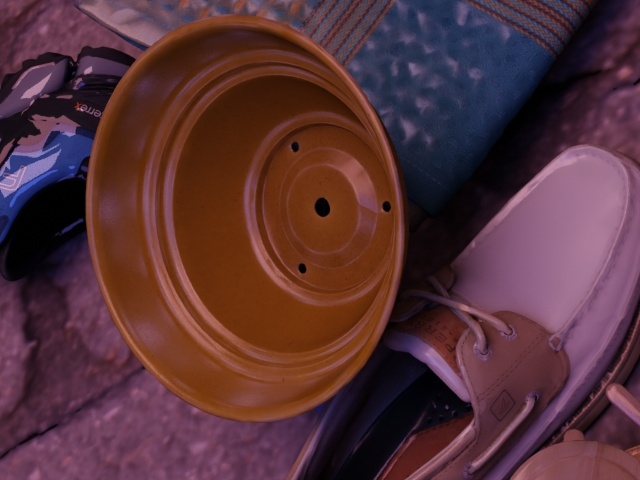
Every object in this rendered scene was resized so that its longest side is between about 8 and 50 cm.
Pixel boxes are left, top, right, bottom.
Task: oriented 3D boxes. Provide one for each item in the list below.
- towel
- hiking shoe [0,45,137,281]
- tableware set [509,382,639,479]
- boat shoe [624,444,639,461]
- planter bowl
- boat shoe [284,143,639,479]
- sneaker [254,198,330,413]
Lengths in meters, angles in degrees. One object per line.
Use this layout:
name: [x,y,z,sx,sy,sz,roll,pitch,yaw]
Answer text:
towel: [0.062,-0.215,1.055,0.271,0.040,0.370,34,80,18]
hiking shoe: [-0.250,-0.030,1.182,0.304,0.113,0.132,-20,63,11]
tableware set: [0.168,0.182,0.846,0.128,0.039,0.194,-43,73,-7]
boat shoe: [0.130,0.153,0.905,0.153,0.048,0.056,-35,54,17]
planter bowl: [-0.021,-0.015,0.947,0.217,0.090,0.217,5,99,35]
boat shoe: [0.084,0.071,0.939,0.113,0.103,0.302,27,84,41]
sneaker: [0.000,0.000,1.044,0.090,0.081,0.232,-37,53,20]
